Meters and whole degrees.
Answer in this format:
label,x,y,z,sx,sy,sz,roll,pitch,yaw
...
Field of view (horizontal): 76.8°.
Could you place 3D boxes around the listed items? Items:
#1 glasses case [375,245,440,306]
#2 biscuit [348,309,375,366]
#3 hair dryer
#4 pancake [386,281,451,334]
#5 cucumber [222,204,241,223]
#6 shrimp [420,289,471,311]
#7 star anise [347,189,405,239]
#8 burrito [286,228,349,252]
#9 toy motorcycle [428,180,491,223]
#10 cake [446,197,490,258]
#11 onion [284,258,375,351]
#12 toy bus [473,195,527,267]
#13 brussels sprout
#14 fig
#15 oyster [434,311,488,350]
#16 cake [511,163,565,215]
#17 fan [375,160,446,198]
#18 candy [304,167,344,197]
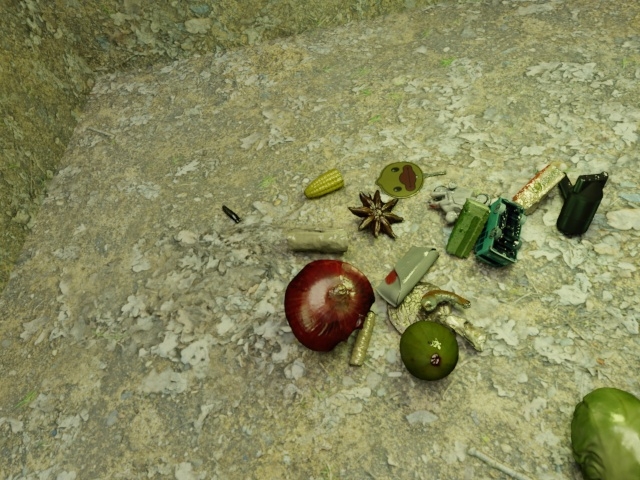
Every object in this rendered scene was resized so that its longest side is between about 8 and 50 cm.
label,x,y,z,sx,sy,sz,roll,pitch,yaw
glasses case,0.345,0.117,1.598,0.128,0.083,0.308,24,56,37
biscuit,0.160,0.368,1.519,0.055,0.061,0.219,31,61,-17
hair dryer,1.002,-0.212,1.593,0.116,0.245,0.303,2,43,7
pancake,0.375,0.262,1.548,0.249,0.031,0.250,-5,56,7
cucumber,-0.441,-0.131,1.996,0.134,0.034,0.033,35,67,29
shrimp,0.456,0.231,1.473,0.165,0.049,0.161,17,26,30
star anise,0.239,-0.104,1.783,0.271,0.103,0.272,5,65,-12
burrito,-0.001,-0.001,1.752,0.298,0.143,0.105,2,91,20
toy motorcycle,0.575,-0.149,1.707,0.260,0.110,0.171,20,76,40
cake,0.576,-0.043,1.584,0.100,0.099,0.236,23,99,9
onion,0.025,0.224,1.490,0.340,0.341,0.342,-6,57,10
toy bus,0.701,-0.025,1.584,0.128,0.147,0.256,26,64,-5
brussels sprout,0.817,0.569,1.099,0.246,0.328,0.329,-17,48,43
fig,0.373,0.372,1.369,0.202,0.225,0.203,-1,82,5
oyster,0.515,0.319,1.463,0.106,0.061,0.200,-30,68,-28
cake,0.885,-0.195,1.659,0.220,0.117,0.086,-43,64,-3
fan,0.424,-0.295,1.907,0.334,0.011,0.230,-7,57,11
candy,0.011,-0.266,1.938,0.198,0.094,0.106,-26,29,-1
